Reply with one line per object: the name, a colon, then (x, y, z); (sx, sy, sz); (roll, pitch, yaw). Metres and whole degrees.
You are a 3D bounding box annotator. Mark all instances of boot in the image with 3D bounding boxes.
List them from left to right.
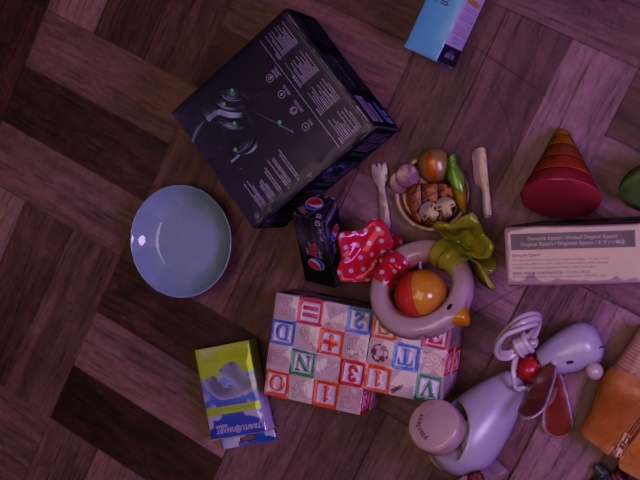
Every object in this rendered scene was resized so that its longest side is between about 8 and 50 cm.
boot: (0.545, 0.274, 1.734); (0.295, 0.104, 0.211); (27, 106, 23)

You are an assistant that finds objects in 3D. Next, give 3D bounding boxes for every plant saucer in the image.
plant saucer: (-0.234, 0.001, 2.046); (0.195, 0.037, 0.195); (1, 92, 22)

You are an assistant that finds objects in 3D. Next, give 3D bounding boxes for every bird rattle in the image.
bird rattle: (0.145, 0.053, 1.817); (0.254, 0.143, 0.207); (-6, 56, 12)

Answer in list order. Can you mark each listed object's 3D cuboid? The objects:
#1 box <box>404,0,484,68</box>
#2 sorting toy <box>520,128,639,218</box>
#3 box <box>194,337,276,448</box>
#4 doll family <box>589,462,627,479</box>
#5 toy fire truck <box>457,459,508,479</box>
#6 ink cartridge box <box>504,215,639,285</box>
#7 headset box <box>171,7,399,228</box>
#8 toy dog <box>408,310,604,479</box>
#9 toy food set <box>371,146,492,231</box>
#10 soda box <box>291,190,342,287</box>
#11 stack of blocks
box: (0.218, -0.392, 1.826); (0.060, 0.100, 0.244); (28, 101, 19)
sorting toy: (0.481, -0.119, 1.753); (0.366, 0.127, 0.126); (-3, 61, 18)
box: (-0.145, 0.263, 2.019); (0.109, 0.042, 0.178); (-13, 87, 21)
doll family: (0.460, 0.427, 1.781); (0.111, 0.076, 0.193); (-33, 85, 14)
toy fire truck: (0.226, 0.478, 1.829); (0.217, 0.158, 0.246); (31, 111, 31)
ink cartridge box: (0.382, 0.013, 1.705); (0.193, 0.235, 0.088); (-3, 92, 20)
headset box: (-0.064, -0.186, 1.924); (0.283, 0.131, 0.246); (-40, 79, 17)
toy dog: (0.290, 0.269, 1.779); (0.333, 0.220, 0.161); (-46, 56, 24)
toy food set: (0.173, -0.079, 1.886); (0.192, 0.038, 0.132); (-8, 89, 21)
soda box: (0.000, 0.000, 1.893); (0.060, 0.169, 0.053); (14, 52, 20)
stack of blocks: (0.069, 0.188, 1.910); (0.297, 0.087, 0.171); (9, 95, 20)
